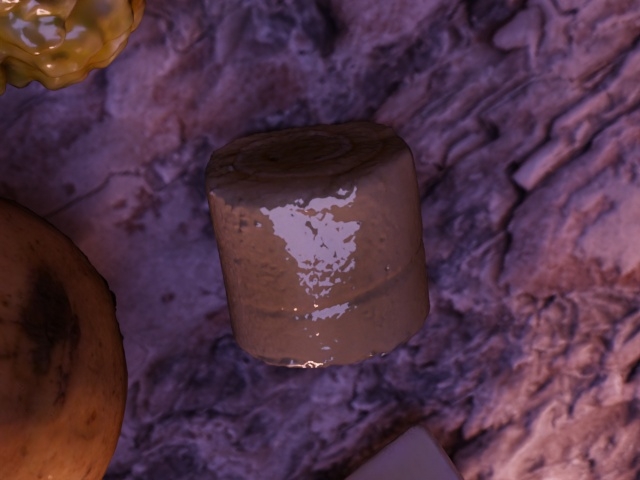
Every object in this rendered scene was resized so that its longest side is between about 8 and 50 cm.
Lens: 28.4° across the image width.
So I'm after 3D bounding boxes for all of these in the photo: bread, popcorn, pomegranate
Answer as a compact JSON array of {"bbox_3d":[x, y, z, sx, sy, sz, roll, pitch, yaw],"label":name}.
[{"bbox_3d":[0.000,0.000,0.898,0.148,0.134,0.141,-13,112,-11],"label":"bread"},{"bbox_3d":[-0.204,-0.192,0.785,0.169,0.189,0.218,-33,110,9],"label":"popcorn"},{"bbox_3d":[-0.290,0.098,0.841,0.322,0.322,0.322,-1,111,-2],"label":"pomegranate"}]

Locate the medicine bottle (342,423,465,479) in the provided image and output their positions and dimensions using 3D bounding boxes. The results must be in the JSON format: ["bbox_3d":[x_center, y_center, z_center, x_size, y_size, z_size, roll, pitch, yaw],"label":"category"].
[{"bbox_3d":[-0.009,0.351,0.979,0.406,0.235,0.236,-43,107,14],"label":"medicine bottle"}]
